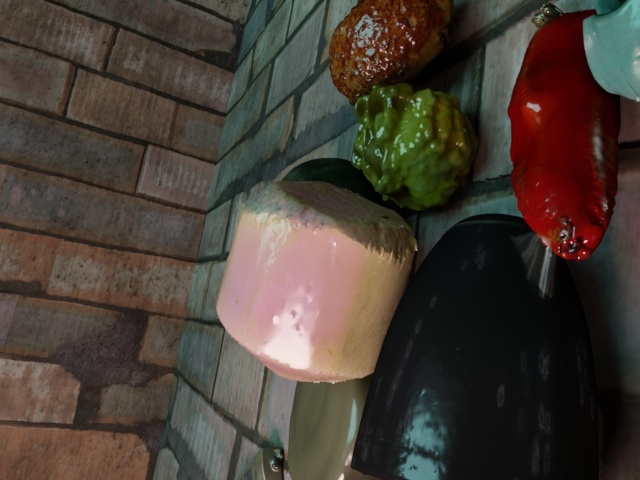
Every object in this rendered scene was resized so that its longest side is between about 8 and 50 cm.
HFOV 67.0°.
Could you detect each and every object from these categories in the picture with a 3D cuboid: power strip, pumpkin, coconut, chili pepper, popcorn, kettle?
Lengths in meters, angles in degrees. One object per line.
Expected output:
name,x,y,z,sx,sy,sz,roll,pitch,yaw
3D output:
power strip,-0.155,0.556,1.086,0.286,0.048,0.080,-58,30,37
pumpkin,0.000,0.000,0.846,0.300,0.207,0.300,-170,90,-66
coconut,-0.008,0.060,0.606,0.233,0.233,0.245,-128,51,-59
chili pepper,0.239,-0.128,0.467,0.110,0.110,0.387,-39,20,52
popcorn,0.134,-0.139,0.718,0.198,0.156,0.197,-5,84,56
kettle,0.153,0.117,0.510,0.268,0.208,0.290,125,161,-66

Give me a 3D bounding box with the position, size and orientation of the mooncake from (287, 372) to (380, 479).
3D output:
mooncake,0.046,0.264,0.716,0.275,0.135,0.274,-165,90,-69

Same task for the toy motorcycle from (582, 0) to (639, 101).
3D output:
toy motorcycle,0.283,-0.220,0.394,0.109,0.198,0.296,179,105,-69

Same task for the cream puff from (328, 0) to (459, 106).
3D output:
cream puff,0.112,-0.331,0.793,0.240,0.164,0.240,-36,7,5
